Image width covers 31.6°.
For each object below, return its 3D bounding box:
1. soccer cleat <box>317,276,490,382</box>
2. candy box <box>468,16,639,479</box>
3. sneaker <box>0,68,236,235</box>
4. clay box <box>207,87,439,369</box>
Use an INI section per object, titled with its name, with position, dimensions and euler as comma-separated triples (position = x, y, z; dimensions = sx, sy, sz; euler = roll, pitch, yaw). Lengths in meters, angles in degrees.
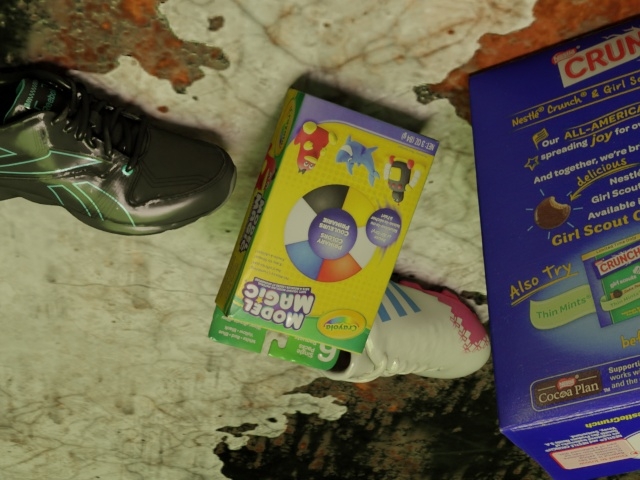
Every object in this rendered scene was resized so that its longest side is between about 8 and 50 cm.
[soccer cleat]
position = 0.049, 0.094, 1.105
dimensions = 0.116, 0.143, 0.331
euler = -28, 135, 34
[candy box]
position = 0.258, -0.014, 0.805
dimensions = 0.268, 0.317, 0.122
euler = -17, 142, 25
[sneaker]
position = -0.199, -0.074, 0.914
dimensions = 0.267, 0.101, 0.106
euler = 6, 142, -8
[clay box]
position = 0.000, 0.000, 0.938
dimensions = 0.127, 0.222, 0.053
euler = 17, -174, -21
